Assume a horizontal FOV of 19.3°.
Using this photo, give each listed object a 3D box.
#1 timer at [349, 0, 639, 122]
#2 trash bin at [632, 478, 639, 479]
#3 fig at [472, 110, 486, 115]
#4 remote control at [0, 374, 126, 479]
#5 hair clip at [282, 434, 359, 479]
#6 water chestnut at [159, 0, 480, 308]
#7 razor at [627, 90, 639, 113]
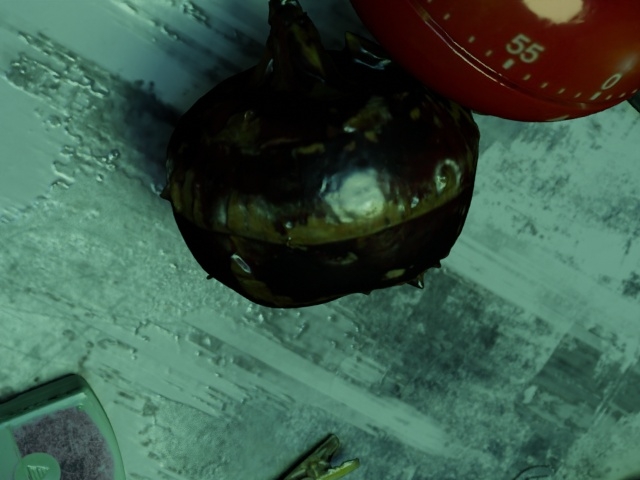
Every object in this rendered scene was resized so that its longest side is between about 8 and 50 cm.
[{"bbox_3d":[0.179,-0.289,1.678,0.378,0.378,0.279,27,142,-25],"label":"timer"},{"bbox_3d":[0.399,0.506,2.071,0.280,0.280,0.432,-25,111,-10],"label":"trash bin"},{"bbox_3d":[0.192,-0.172,1.882,0.125,0.089,0.089,-11,113,-41],"label":"fig"},{"bbox_3d":[-0.363,0.252,1.839,0.344,0.050,0.145,-20,113,-12],"label":"remote control"},{"bbox_3d":[-0.053,0.282,1.957,0.214,0.056,0.062,-34,148,-6],"label":"hair clip"},{"bbox_3d":[-0.002,-0.087,1.721,0.300,0.300,0.300,-6,110,-17],"label":"water chestnut"},{"bbox_3d":[0.332,-0.192,1.928,0.090,0.054,0.148,-46,115,0],"label":"razor"}]
